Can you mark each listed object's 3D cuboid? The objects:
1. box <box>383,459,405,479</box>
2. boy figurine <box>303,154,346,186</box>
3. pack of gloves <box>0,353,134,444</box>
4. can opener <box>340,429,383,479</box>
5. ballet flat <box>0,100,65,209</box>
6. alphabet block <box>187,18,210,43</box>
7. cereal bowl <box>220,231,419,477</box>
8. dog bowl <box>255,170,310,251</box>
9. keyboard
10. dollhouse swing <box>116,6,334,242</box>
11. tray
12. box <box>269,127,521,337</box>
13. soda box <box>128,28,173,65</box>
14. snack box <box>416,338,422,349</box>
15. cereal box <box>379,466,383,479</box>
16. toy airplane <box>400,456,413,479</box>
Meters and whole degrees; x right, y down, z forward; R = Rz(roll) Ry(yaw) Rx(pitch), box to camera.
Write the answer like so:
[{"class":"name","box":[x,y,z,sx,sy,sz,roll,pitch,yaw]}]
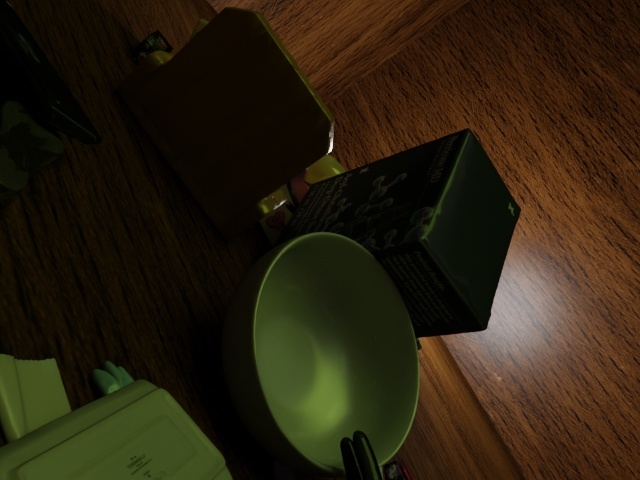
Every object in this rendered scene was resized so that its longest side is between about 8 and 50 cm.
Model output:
[{"class":"box","box":[0.152,0.468,1.070,0.116,0.029,0.162,80,-11,-52]},{"class":"boy figurine","box":[0.075,-0.072,1.420,0.285,0.092,0.177,48,-14,-28]},{"class":"pack of gloves","box":[-0.169,0.195,0.548,0.232,0.046,0.195,60,13,20]},{"class":"can opener","box":[0.066,0.321,0.755,0.073,0.059,0.186,12,44,-50]},{"class":"ballet flat","box":[-0.332,-0.089,0.675,0.084,0.058,0.250,45,9,-26]},{"class":"alphabet block","box":[-0.206,-0.373,1.482,0.197,0.192,0.193,29,7,7]},{"class":"cereal bowl","box":[-0.011,0.164,0.907,0.339,0.141,0.339,22,59,-42]},{"class":"dog bowl","box":[0.000,0.000,1.570,0.408,0.150,0.408,52,11,-15]},{"class":"keyboard","box":[-0.399,-0.252,0.787,0.317,0.033,0.201,50,1,22]},{"class":"dollhouse swing","box":[-0.145,-0.233,1.217,0.347,0.305,0.315,54,11,-5]},{"class":"tray","box":[-0.150,0.186,0.499,0.145,0.030,0.270,48,9,7]},{"class":"box","box":[0.121,0.012,1.171,0.212,0.395,0.294,51,46,-25]},{"class":"soda box","box":[-0.379,-0.426,1.424,0.060,0.053,0.169,52,12,-23]},{"class":"snack box","box":[0.239,0.243,1.988,0.187,0.060,0.322,61,1,24]},{"class":"cereal box","box":[0.023,0.289,1.087,0.240,0.047,0.173,53,13,-14]},{"class":"toy airplane","box":[0.191,0.496,1.267,0.151,0.028,0.151,54,12,-17]}]
